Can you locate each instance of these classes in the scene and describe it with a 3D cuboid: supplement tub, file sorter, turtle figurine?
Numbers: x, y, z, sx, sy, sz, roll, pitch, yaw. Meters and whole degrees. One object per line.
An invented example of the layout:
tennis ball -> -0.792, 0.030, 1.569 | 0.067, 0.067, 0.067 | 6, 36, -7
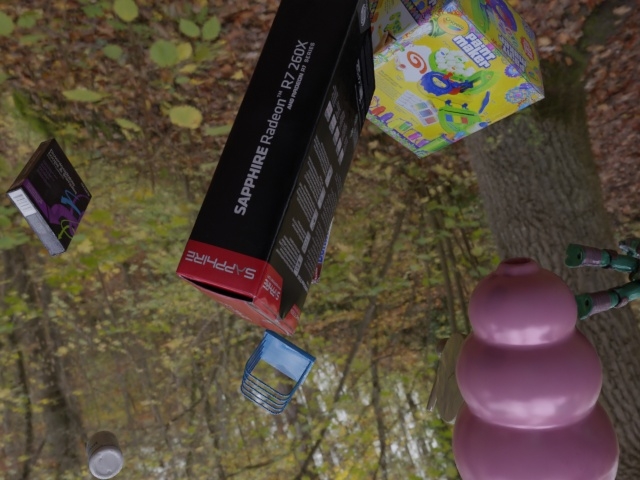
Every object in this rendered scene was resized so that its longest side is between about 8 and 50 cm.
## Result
supplement tub -> -0.468, 0.463, 1.354 | 0.071, 0.071, 0.107 | -16, -170, -23
file sorter -> -0.097, 0.282, 1.314 | 0.104, 0.118, 0.170 | -56, 173, -29
turtle figurine -> 0.503, 0.057, 0.958 | 0.234, 0.175, 0.118 | 0, 147, -9

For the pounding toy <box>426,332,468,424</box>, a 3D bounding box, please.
pounding toy -> 0.314, 0.290, 1.298 | 0.110, 0.183, 0.237 | 10, 171, -6

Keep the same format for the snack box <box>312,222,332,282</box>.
snack box -> 0.000, 0.000, 1.362 | 0.022, 0.178, 0.064 | 11, -171, -14

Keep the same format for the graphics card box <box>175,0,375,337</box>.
graphics card box -> -0.031, -0.090, 0.731 | 0.094, 0.371, 0.233 | 16, 167, 13

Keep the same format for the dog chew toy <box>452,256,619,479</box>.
dog chew toy -> 0.265, 0.186, 0.803 | 0.206, 0.332, 0.206 | -8, -170, 1

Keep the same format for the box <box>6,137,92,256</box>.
box -> -0.400, -0.069, 0.936 | 0.029, 0.116, 0.162 | -18, -146, 6

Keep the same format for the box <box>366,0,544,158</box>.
box -> 0.208, -0.336, 1.155 | 0.279, 0.177, 0.290 | -23, 141, 39
